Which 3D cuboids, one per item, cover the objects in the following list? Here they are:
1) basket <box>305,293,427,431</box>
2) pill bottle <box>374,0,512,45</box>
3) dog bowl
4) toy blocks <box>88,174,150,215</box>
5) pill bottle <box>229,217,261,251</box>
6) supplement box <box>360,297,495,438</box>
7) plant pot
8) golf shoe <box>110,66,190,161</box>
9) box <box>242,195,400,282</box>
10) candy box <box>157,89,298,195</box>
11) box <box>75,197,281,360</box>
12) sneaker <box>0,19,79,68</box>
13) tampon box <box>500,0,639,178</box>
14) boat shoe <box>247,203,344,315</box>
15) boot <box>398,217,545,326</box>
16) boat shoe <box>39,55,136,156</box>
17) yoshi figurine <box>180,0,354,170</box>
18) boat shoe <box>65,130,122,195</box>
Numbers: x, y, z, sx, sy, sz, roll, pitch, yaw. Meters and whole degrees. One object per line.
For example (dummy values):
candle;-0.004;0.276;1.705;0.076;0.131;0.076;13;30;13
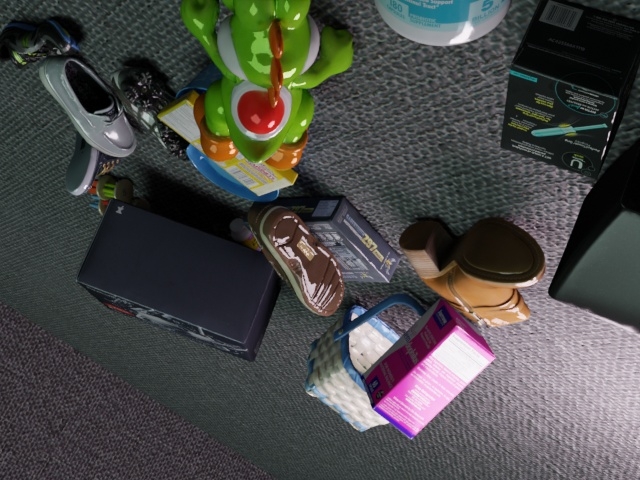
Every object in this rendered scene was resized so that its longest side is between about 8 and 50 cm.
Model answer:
basket;0.126;0.233;1.991;0.289;0.201;0.255;-27;124;31
pill bottle;0.117;-0.313;0.926;0.146;0.146;0.264;21;156;15
dog bowl;-0.127;-0.169;1.570;0.165;0.074;0.297;23;155;11
toy blocks;-0.439;-0.090;2.086;0.148;0.054;0.123;11;152;33
pill bottle;-0.146;-0.007;1.954;0.043;0.043;0.083;14;153;29
supplement box;0.193;0.232;1.838;0.114;0.220;0.111;40;-169;-23
plant pot;0.406;-0.009;1.209;0.187;0.188;0.167;23;144;12
golf shoe;-0.267;-0.213;1.651;0.094;0.077;0.198;24;156;47
box;0.000;0.000;1.793;0.232;0.059;0.183;0;143;46
candy box;-0.139;-0.142;1.510;0.206;0.027;0.105;38;152;-23
box;-0.268;0.088;2.003;0.343;0.179;0.312;20;167;4
sneaker;-0.460;-0.311;1.631;0.188;0.078;0.067;7;150;37
tampon box;0.275;-0.165;1.112;0.120;0.101;0.161;21;156;16
boat shoe;-0.043;0.026;1.726;0.095;0.095;0.257;23;151;43
boot;0.273;0.072;1.582;0.283;0.109;0.220;3;145;47
boat shoe;-0.383;-0.225;1.722;0.081;0.079;0.227;9;147;45
yoshi figurine;-0.072;-0.245;1.256;0.203;0.203;0.362;45;157;11
boat shoe;-0.399;-0.139;1.812;0.065;0.183;0.083;-25;134;28
